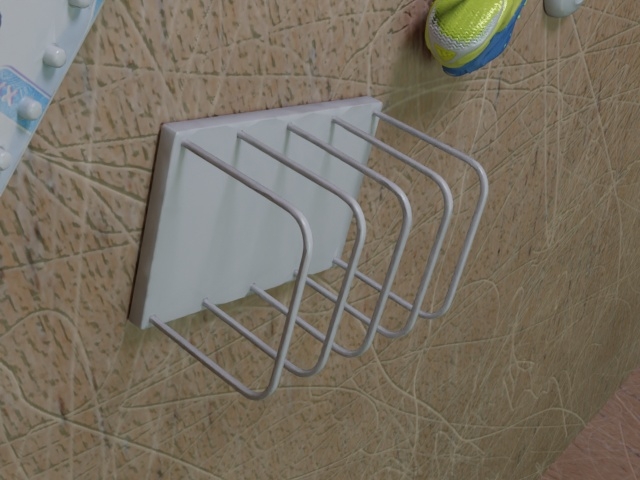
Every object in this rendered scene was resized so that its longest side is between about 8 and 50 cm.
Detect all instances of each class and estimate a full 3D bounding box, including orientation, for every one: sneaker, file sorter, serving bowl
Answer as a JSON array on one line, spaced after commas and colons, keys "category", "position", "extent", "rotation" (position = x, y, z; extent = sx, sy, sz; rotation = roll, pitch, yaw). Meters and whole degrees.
[{"category": "sneaker", "position": [0.184, -0.272, 1.026], "extent": [0.240, 0.091, 0.126], "rotation": [-52, 166, -10]}, {"category": "file sorter", "position": [0.000, 0.000, 0.899], "extent": [0.278, 0.173, 0.192], "rotation": [-17, 130, -48]}, {"category": "serving bowl", "position": [0.307, -0.308, 1.197], "extent": [0.083, 0.027, 0.083], "rotation": [-35, 141, -34]}]

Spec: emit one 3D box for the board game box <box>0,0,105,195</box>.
[{"category": "board game box", "position": [-0.225, -0.126, 0.476], "extent": [0.389, 0.050, 0.390], "rotation": [-64, 160, -7]}]
